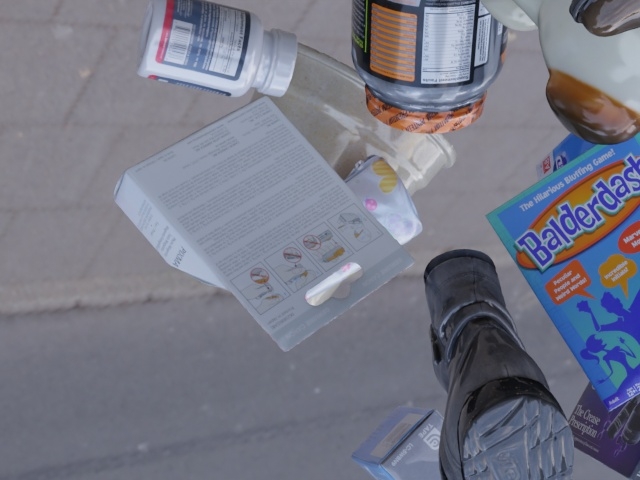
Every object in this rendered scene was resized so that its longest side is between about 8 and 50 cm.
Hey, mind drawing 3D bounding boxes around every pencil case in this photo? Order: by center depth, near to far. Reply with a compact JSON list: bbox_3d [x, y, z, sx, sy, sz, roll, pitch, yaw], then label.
[{"bbox_3d":[0.000,0.000,1.718,0.273,0.113,0.124,-32,118,-3],"label":"pencil case"}]

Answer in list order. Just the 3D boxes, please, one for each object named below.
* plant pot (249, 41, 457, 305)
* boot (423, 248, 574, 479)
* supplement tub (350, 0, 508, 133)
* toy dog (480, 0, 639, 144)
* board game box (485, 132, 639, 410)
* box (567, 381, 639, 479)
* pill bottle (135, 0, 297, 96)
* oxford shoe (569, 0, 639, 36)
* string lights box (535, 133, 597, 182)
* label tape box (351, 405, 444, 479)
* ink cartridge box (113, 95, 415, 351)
[{"bbox_3d":[-0.022,-0.076,1.895,0.305,0.333,0.334,-58,152,-6],"label":"plant pot"},{"bbox_3d":[0.148,0.192,1.111,0.118,0.223,0.338,-2,122,-6],"label":"boot"},{"bbox_3d":[0.133,-0.300,1.552,0.193,0.193,0.316,-17,130,-23],"label":"supplement tub"},{"bbox_3d":[0.243,-0.291,1.124,0.284,0.408,0.395,-33,176,13],"label":"toy dog"},{"bbox_3d":[0.273,0.024,1.175,0.160,0.210,0.047,-34,167,9],"label":"board game box"},{"bbox_3d":[0.482,0.264,1.928,0.184,0.103,0.261,-59,-168,-3],"label":"box"},{"bbox_3d":[-0.125,-0.233,1.575,0.180,0.108,0.108,12,138,-16],"label":"pill bottle"},{"bbox_3d":[0.278,-0.163,0.844,0.227,0.096,0.083,-13,165,4],"label":"oxford shoe"},{"bbox_3d":[0.356,-0.089,1.504,0.076,0.133,0.260,6,151,-22],"label":"string lights box"},{"bbox_3d":[0.204,0.365,1.670,0.106,0.334,0.240,-45,-179,-9],"label":"label tape box"},{"bbox_3d":[-0.054,-0.012,1.246,0.189,0.232,0.066,-33,168,-35],"label":"ink cartridge box"}]
